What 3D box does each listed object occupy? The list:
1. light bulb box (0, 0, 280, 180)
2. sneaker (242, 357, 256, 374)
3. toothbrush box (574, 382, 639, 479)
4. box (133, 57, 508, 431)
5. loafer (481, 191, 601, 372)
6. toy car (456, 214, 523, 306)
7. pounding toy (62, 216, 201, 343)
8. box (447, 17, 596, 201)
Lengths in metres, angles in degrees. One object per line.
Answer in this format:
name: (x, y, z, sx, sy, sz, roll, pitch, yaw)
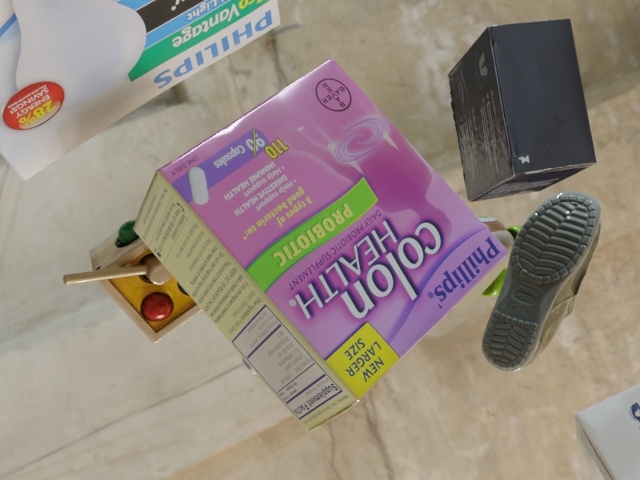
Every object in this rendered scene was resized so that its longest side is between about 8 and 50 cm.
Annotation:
light bulb box: (-0.254, -0.302, 0.843, 0.225, 0.358, 0.361, 52, -11, 19)
sneaker: (-0.060, 0.068, 1.114, 0.104, 0.095, 0.236, 33, -57, 17)
toothbrush box: (0.323, 0.136, 0.539, 0.216, 0.296, 0.126, 65, 0, -52)
box: (0.000, 0.000, 0.761, 0.243, 0.213, 0.117, 49, -32, 4)
loafer: (0.291, 0.054, 1.122, 0.094, 0.087, 0.251, 30, -85, 32)
toy car: (0.179, -0.014, 1.219, 0.188, 0.155, 0.149, 60, -41, 32)
pounding toy: (-0.191, 0.033, 0.947, 0.141, 0.130, 0.100, 55, -2, -30)
box: (0.211, -0.135, 0.927, 0.158, 0.093, 0.156, 134, -52, -80)
